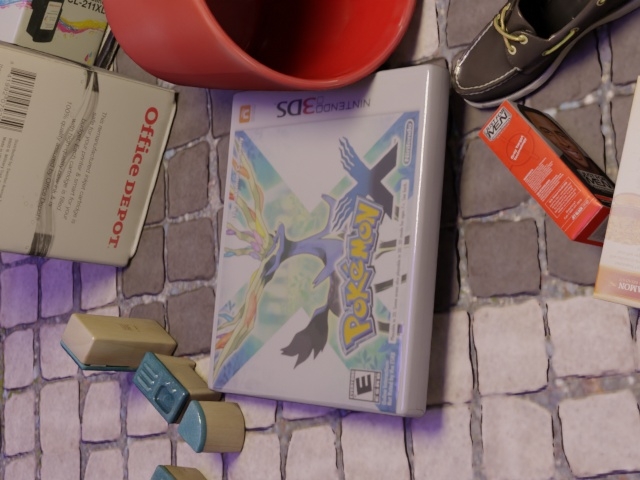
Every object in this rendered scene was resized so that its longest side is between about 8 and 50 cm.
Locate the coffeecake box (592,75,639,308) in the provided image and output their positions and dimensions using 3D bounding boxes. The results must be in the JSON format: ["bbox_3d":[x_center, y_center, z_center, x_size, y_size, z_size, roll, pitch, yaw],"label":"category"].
[{"bbox_3d":[0.308,-0.028,1.006,0.142,0.068,0.185,13,92,42],"label":"coffeecake box"}]

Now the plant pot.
[{"bbox_3d":[-0.081,-0.268,1.281,0.243,0.275,0.274,-3,81,54],"label":"plant pot"}]

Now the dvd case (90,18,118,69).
[{"bbox_3d":[-0.319,-0.301,1.653,0.221,0.018,0.164,40,109,39],"label":"dvd case"}]

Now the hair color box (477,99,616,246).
[{"bbox_3d":[0.206,-0.057,1.102,0.043,0.072,0.141,-53,53,23],"label":"hair color box"}]

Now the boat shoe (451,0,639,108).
[{"bbox_3d":[0.196,-0.199,1.134,0.228,0.069,0.081,-37,60,32],"label":"boat shoe"}]

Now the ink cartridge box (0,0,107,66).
[{"bbox_3d":[-0.334,-0.269,1.560,0.072,0.127,0.175,27,100,40],"label":"ink cartridge box"}]

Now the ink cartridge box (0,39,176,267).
[{"bbox_3d":[-0.343,-0.106,1.448,0.129,0.307,0.223,24,99,44],"label":"ink cartridge box"}]

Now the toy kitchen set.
[{"bbox_3d":[-0.207,0.206,1.399,0.207,0.122,0.166,40,110,39],"label":"toy kitchen set"}]

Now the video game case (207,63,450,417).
[{"bbox_3d":[0.000,0.000,1.284,0.300,0.036,0.328,-1,83,48],"label":"video game case"}]
